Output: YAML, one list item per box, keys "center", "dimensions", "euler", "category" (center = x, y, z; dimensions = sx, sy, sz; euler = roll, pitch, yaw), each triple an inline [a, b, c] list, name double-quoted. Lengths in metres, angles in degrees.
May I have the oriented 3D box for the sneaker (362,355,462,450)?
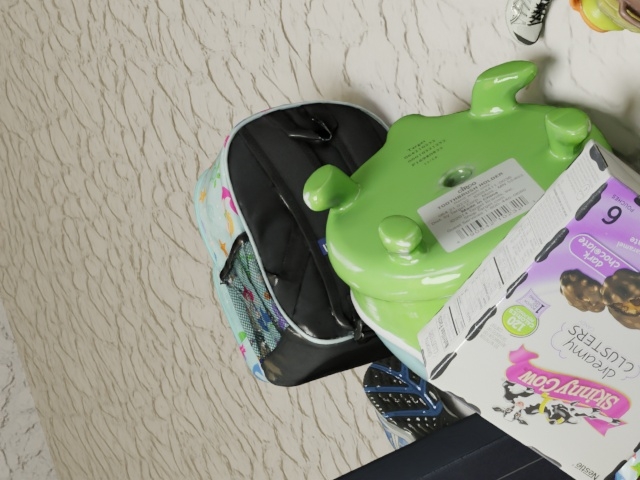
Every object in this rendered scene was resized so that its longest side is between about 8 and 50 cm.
- center: [0.122, 0.210, 1.720]
  dimensions: [0.211, 0.080, 0.081]
  euler: [56, 172, 24]
  category: "sneaker"

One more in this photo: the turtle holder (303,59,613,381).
- center: [0.120, 0.011, 1.384]
  dimensions: [0.320, 0.243, 0.227]
  euler: [9, 134, 50]
  category: "turtle holder"

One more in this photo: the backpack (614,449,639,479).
- center: [0.289, 0.193, 1.352]
  dimensions: [0.084, 0.105, 0.114]
  euler: [12, 114, 46]
  category: "backpack"

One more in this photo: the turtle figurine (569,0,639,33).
- center: [0.230, -0.204, 1.184]
  dimensions: [0.270, 0.087, 0.217]
  euler: [64, 153, 8]
  category: "turtle figurine"

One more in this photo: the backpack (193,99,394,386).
- center: [0.000, 0.000, 1.612]
  dimensions: [0.253, 0.225, 0.191]
  euler: [65, 148, 15]
  category: "backpack"

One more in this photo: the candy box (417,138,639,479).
- center: [0.193, 0.057, 1.198]
  dimensions: [0.196, 0.165, 0.070]
  euler: [-50, 20, 18]
  category: "candy box"

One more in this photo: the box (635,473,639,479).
- center: [0.302, 0.239, 1.200]
  dimensions: [0.191, 0.143, 0.381]
  euler: [26, 138, 4]
  category: "box"

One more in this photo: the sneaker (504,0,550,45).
- center: [0.171, -0.192, 1.363]
  dimensions: [0.037, 0.032, 0.083]
  euler: [35, 139, 48]
  category: "sneaker"

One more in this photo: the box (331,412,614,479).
- center: [0.119, 0.346, 1.510]
  dimensions: [0.179, 0.343, 0.313]
  euler: [-16, 95, 64]
  category: "box"
